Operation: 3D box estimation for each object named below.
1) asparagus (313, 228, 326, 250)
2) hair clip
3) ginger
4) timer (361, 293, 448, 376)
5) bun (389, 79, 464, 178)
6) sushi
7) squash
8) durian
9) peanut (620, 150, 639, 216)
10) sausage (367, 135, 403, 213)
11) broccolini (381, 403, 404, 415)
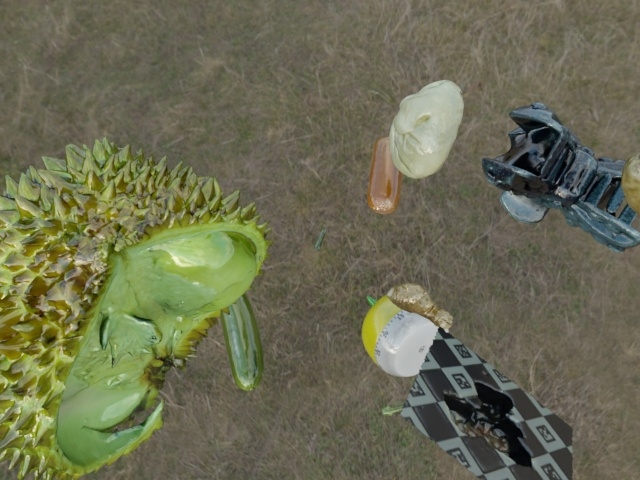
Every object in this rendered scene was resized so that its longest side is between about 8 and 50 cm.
[{"bbox_3d":[0.000,-0.001,1.959,0.025,0.021,0.108,38,50,-20],"label":"asparagus"},{"bbox_3d":[0.430,-0.114,0.920,0.310,0.206,0.194,29,95,-8],"label":"hair clip"},{"bbox_3d":[0.238,0.145,1.234,0.165,0.096,0.067,23,53,22],"label":"ginger"},{"bbox_3d":[0.235,0.263,1.657,0.285,0.285,0.285,-4,55,6],"label":"timer"},{"bbox_3d":[0.260,-0.282,1.361,0.160,0.259,0.259,13,57,-2],"label":"bun"},{"bbox_3d":[0.211,0.246,0.679,0.231,0.047,0.220,37,30,9],"label":"sushi"},{"bbox_3d":[-0.152,0.164,0.997,0.066,0.066,0.252,-17,58,-4],"label":"squash"},{"bbox_3d":[-0.156,0.042,0.383,0.176,0.200,0.236,34,105,37],"label":"durian"},{"bbox_3d":[0.434,-0.054,0.652,0.089,0.193,0.089,-19,62,42],"label":"peanut"},{"bbox_3d":[0.208,-0.209,1.655,0.105,0.105,0.274,4,66,11],"label":"sausage"},{"bbox_3d":[0.206,0.328,1.079,0.194,0.052,0.054,7,43,-35],"label":"broccolini"}]
